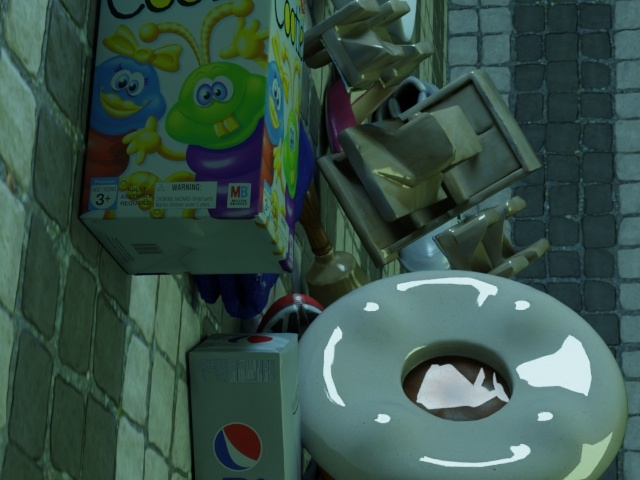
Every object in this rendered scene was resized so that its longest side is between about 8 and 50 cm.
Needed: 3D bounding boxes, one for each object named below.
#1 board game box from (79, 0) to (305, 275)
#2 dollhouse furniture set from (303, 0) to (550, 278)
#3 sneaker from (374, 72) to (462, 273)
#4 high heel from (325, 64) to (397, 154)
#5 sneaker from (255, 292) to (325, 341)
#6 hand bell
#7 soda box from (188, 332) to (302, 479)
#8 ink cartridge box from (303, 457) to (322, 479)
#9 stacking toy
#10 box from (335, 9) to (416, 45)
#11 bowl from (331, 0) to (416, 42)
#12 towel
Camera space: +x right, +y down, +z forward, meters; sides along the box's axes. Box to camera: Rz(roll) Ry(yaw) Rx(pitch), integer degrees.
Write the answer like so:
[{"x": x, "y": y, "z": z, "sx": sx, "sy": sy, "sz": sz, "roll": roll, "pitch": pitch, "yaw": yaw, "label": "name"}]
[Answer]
[{"x": -0.095, "y": -0.124, "z": 1.354, "sx": 0.144, "sy": 0.142, "sz": 0.275, "roll": 63, "pitch": 28, "yaw": -69, "label": "board game box"}, {"x": 0.090, "y": -0.080, "z": 2.106, "sx": 0.362, "sy": 0.256, "sz": 0.394, "roll": 60, "pitch": 21, "yaw": 3, "label": "dollhouse furniture set"}, {"x": 0.165, "y": -0.122, "z": 2.938, "sx": 0.210, "sy": 0.137, "sz": 0.365, "roll": 62, "pitch": 23, "yaw": -68, "label": "sneaker"}, {"x": 0.072, "y": -0.200, "z": 2.427, "sx": 0.244, "sy": 0.117, "sz": 0.082, "roll": -78, "pitch": 164, "yaw": -54, "label": "high heel"}, {"x": -0.029, "y": 0.117, "z": 1.937, "sx": 0.279, "sy": 0.107, "sz": 0.118, "roll": 76, "pitch": -3, "yaw": -64, "label": "sneaker"}, {"x": 0.000, "y": 0.000, "z": 2.095, "sx": 0.126, "sy": 0.126, "sz": 0.242, "roll": -78, "pitch": 152, "yaw": -54, "label": "hand bell"}, {"x": -0.067, "y": 0.236, "z": 1.626, "sx": 0.098, "sy": 0.091, "sz": 0.286, "roll": -38, "pitch": 126, "yaw": -79, "label": "soda box"}, {"x": 0.057, "y": 0.207, "z": 2.063, "sx": 0.223, "sy": 0.045, "sz": 0.224, "roll": -64, "pitch": -173, "yaw": -14, "label": "ink cartridge box"}, {"x": 0.136, "y": 0.303, "z": 1.848, "sx": 0.350, "sy": 0.351, "sz": 0.480, "roll": -79, "pitch": 173, "yaw": -50, "label": "stacking toy"}, {"x": 0.088, "y": -0.367, "z": 2.613, "sx": 0.275, "sy": 0.094, "sz": 0.113, "roll": 4, "pitch": 86, "yaw": -81, "label": "box"}, {"x": 0.052, "y": -0.416, "z": 2.287, "sx": 0.298, "sy": 0.134, "sz": 0.297, "roll": -1, "pitch": 90, "yaw": -81, "label": "bowl"}, {"x": -0.081, "y": -0.087, "z": 1.674, "sx": 0.308, "sy": 0.076, "sz": 0.227, "roll": -73, "pitch": 153, "yaw": -60, "label": "towel"}]
